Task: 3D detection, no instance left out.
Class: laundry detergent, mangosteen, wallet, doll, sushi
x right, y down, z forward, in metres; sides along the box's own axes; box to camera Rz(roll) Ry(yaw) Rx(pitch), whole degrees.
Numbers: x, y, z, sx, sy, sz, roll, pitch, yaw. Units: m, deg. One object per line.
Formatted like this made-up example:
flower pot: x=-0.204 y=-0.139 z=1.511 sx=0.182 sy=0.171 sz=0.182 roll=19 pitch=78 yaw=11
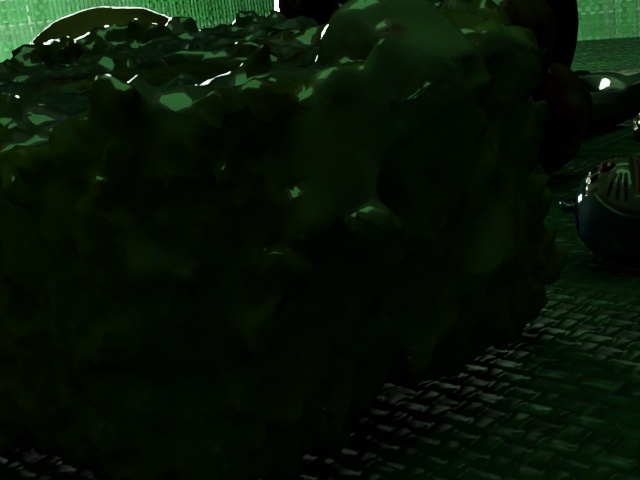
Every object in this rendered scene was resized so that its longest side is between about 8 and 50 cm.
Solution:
laundry detergent: x=0.437 y=-0.233 z=1.478 sx=0.221 sy=0.078 sz=0.144 roll=8 pitch=20 yaw=41
mangosteen: x=0.146 y=-0.246 z=1.123 sx=0.381 sy=0.382 sz=0.435 roll=-12 pitch=30 yaw=-19
wallet: x=0.315 y=-0.165 z=1.346 sx=0.250 sy=0.044 sz=0.149 roll=-18 pitch=14 yaw=-35
doll: x=0.266 y=-0.022 z=0.738 sx=0.151 sy=0.086 sz=0.114 roll=8 pitch=36 yaw=13
sushi: x=-0.045 y=-0.022 z=0.578 sx=0.351 sy=0.240 sz=0.396 roll=8 pitch=23 yaw=42

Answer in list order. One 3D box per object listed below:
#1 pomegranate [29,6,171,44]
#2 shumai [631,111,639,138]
pomegranate: x=-0.221 y=-0.107 z=0.972 sx=0.270 sy=0.252 sz=0.229 roll=-7 pitch=34 yaw=-6
shumai: x=0.470 y=-0.181 z=1.241 sx=0.099 sy=0.087 sz=0.123 roll=-21 pitch=19 yaw=-39
